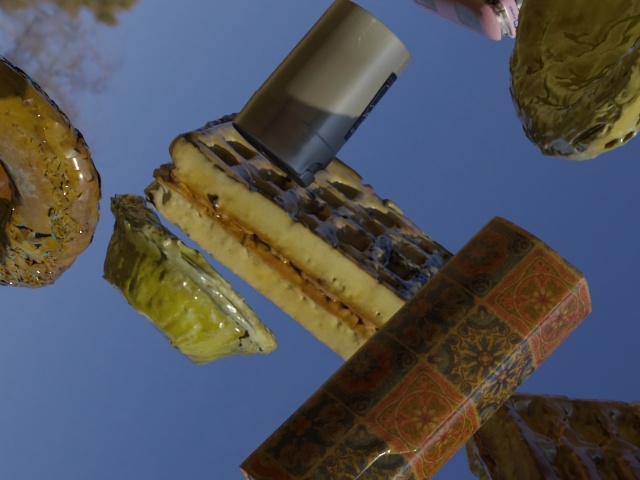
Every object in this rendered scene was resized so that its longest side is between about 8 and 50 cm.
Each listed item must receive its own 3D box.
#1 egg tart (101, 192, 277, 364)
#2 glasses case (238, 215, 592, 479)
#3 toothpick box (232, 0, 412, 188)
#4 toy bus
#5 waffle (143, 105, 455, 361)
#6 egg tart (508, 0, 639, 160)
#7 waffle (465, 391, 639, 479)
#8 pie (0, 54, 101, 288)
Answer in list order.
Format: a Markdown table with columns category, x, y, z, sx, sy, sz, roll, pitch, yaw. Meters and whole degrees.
| category | x | y | z | sx | sy | sz | roll | pitch | yaw |
| --- | --- | --- | --- | --- | --- | --- | --- | --- | --- |
| egg tart | -0.064 | 0.023 | 0.603 | 0.039 | 0.105 | 0.105 | -46 | -145 | -7 |
| glasses case | 0.057 | 0.083 | 0.775 | 0.218 | 0.049 | 0.075 | -43 | -126 | -16 |
| toothpick box | 0.001 | -0.158 | 1.432 | 0.180 | 0.111 | 0.111 | -51 | -145 | -4 |
| toy bus | 0.180 | -0.300 | 1.590 | 0.090 | 0.063 | 0.203 | -38 | -142 | -14 |
| waffle | 0.000 | 0.000 | 1.549 | 0.114 | 0.376 | 0.261 | -54 | 171 | 20 |
| egg tart | 0.279 | -0.210 | 1.075 | 0.345 | 0.132 | 0.345 | -161 | -90 | -76 |
| waffle | 0.250 | 0.244 | 1.016 | 0.327 | 0.224 | 0.098 | -108 | -146 | -53 |
| pie | -0.288 | -0.069 | 1.131 | 0.069 | 0.273 | 0.273 | -38 | -156 | -33 |
